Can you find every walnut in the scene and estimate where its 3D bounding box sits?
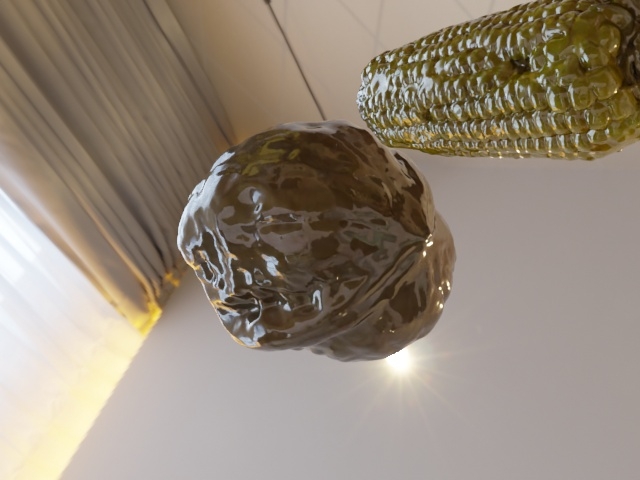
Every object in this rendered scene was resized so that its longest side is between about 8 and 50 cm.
[{"bbox_3d":[0.001,0.003,0.787,0.273,0.273,0.227,9,-151,35],"label":"walnut"}]

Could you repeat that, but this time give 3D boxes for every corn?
[{"bbox_3d":[0.113,-0.096,0.494,0.097,0.097,0.262,-50,-152,-22],"label":"corn"}]
